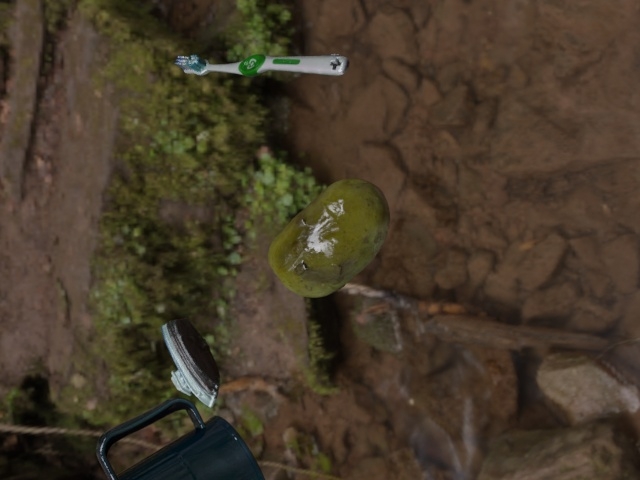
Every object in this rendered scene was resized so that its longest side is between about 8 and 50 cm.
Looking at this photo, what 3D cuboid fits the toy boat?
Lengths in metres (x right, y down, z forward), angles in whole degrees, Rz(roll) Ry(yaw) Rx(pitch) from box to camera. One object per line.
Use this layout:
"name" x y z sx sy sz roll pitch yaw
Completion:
"toy boat" -0.187 0.178 1.329 0.066 0.059 0.140 -46 66 27

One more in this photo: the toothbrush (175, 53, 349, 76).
"toothbrush" -0.107 -0.306 1.639 0.418 0.040 0.042 11 75 40

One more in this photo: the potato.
"potato" 0.000 0.000 1.683 0.272 0.111 0.160 -41 71 26

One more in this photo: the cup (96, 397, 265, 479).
"cup" -0.291 0.512 1.918 0.242 0.292 0.308 27 137 50
